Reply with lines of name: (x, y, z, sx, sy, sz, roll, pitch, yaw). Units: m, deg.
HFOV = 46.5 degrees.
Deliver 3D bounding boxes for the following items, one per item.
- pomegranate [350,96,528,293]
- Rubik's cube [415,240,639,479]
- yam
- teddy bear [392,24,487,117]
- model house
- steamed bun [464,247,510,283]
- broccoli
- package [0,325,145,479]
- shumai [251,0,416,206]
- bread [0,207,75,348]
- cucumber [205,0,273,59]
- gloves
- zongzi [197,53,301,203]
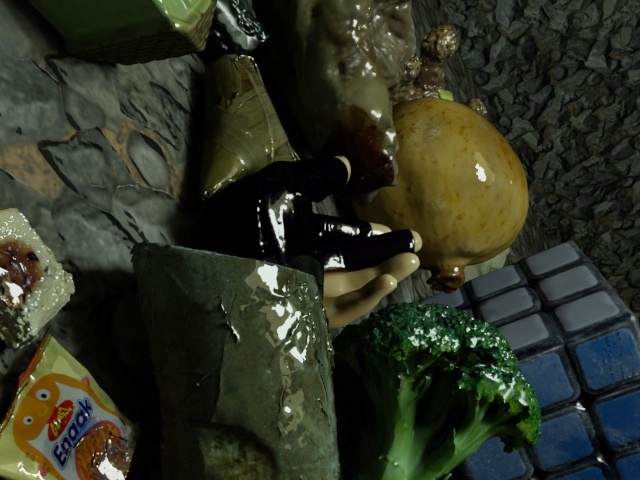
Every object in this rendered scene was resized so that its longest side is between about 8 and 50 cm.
pomegranate: (0.179, -0.089, 1.172, 0.307, 0.307, 0.307, 48, 31, -42)
Rubik's cube: (0.338, 0.224, 1.161, 0.304, 0.300, 0.305, -77, 144, -71)
yam: (-0.060, 0.118, 0.581, 0.154, 0.153, 0.255, 5, 74, -65)
teddy bear: (0.216, -0.222, 1.426, 0.222, 0.246, 0.296, 49, -26, 27)
model house: (-0.150, -0.270, 0.652, 0.189, 0.195, 0.214, 58, 37, -43)
steamed bun: (0.323, 0.003, 1.563, 0.218, 0.144, 0.211, 31, 45, -56)
broccoli: (0.113, 0.202, 0.888, 0.254, 0.269, 0.269, 25, 27, 5)
package: (-0.167, 0.134, 0.499, 0.121, 0.031, 0.108, 56, 25, -30)
shumai: (0.004, -0.201, 0.953, 0.346, 0.216, 0.283, 78, 20, -66)
bread: (-0.206, 0.022, 0.500, 0.083, 0.035, 0.070, 59, 24, -17)
cucumber: (-0.152, -0.292, 0.828, 0.265, 0.077, 0.077, 45, 33, -37)
gloves: (-0.008, 0.001, 0.796, 0.300, 0.152, 0.197, -2, 85, -41)
zongzi: (-0.107, -0.124, 0.801, 0.176, 0.078, 0.160, -23, 86, -59)
